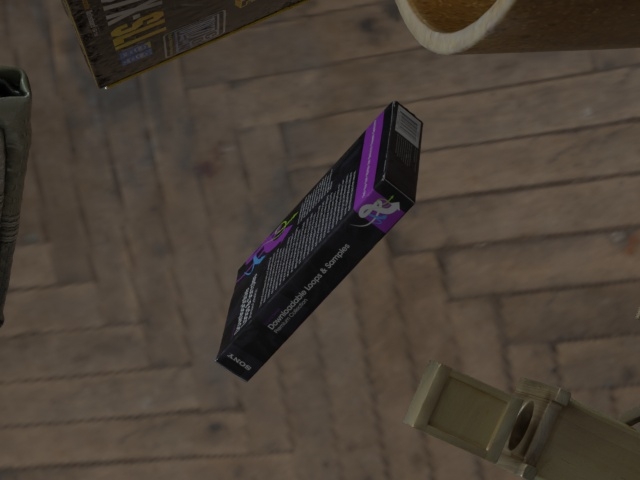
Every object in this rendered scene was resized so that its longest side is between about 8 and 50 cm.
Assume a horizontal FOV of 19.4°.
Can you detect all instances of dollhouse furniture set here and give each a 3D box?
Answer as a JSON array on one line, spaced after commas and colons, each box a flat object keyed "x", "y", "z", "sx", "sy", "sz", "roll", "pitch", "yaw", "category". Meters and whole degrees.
[{"x": 0.159, "y": 0.073, "z": 1.145, "sx": 0.182, "sy": 0.101, "sz": 0.161, "roll": 25, "pitch": 86, "yaw": -8, "category": "dollhouse furniture set"}]

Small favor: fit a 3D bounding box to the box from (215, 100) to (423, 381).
[{"x": 0.000, "y": 0.000, "z": 1.137, "sx": 0.029, "sy": 0.116, "sz": 0.162, "roll": 38, "pitch": 115, "yaw": -14, "category": "box"}]

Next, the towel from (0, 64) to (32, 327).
[{"x": -0.348, "y": -0.035, "z": 1.202, "sx": 0.312, "sy": 0.056, "sz": 0.324, "roll": 12, "pitch": 147, "yaw": -5, "category": "towel"}]

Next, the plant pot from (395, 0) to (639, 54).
[{"x": 0.162, "y": -0.148, "z": 0.451, "sx": 0.254, "sy": 0.237, "sz": 0.237, "roll": 6, "pitch": 104, "yaw": -12, "category": "plant pot"}]

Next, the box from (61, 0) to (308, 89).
[{"x": -0.075, "y": -0.226, "z": 1.390, "sx": 0.257, "sy": 0.322, "sz": 0.079, "roll": -22, "pitch": 83, "yaw": -6, "category": "box"}]
